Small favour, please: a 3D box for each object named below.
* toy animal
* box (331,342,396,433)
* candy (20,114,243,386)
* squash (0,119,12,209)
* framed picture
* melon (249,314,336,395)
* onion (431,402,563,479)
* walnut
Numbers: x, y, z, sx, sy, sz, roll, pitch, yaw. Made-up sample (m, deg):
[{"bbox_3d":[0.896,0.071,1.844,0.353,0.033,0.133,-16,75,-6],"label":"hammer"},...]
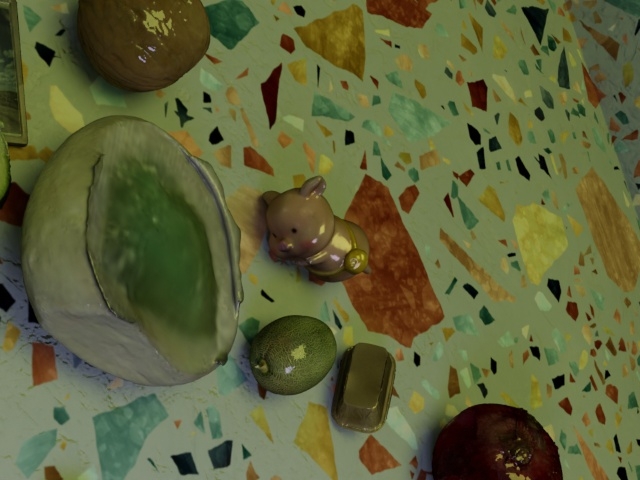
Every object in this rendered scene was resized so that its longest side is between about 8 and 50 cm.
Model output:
[{"bbox_3d":[0.003,-0.002,1.769,0.248,0.165,0.149,46,42,-31],"label":"toy animal"},{"bbox_3d":[0.083,0.276,1.780,0.111,0.111,0.177,36,53,-30],"label":"box"},{"bbox_3d":[-0.291,0.006,1.451,0.386,0.186,0.427,29,53,-44],"label":"candy"},{"bbox_3d":[-0.539,-0.125,1.307,0.220,0.133,0.220,45,37,-50],"label":"squash"},{"bbox_3d":[-0.548,-0.270,1.427,0.189,0.023,0.260,2,74,-41],"label":"framed picture"},{"bbox_3d":[-0.051,0.202,1.646,0.192,0.139,0.139,-17,87,-51],"label":"melon"},{"bbox_3d":[0.354,0.460,1.869,0.276,0.276,0.276,18,62,-39],"label":"onion"},{"bbox_3d":[-0.303,-0.364,1.573,0.228,0.228,0.228,18,62,-39],"label":"walnut"}]
